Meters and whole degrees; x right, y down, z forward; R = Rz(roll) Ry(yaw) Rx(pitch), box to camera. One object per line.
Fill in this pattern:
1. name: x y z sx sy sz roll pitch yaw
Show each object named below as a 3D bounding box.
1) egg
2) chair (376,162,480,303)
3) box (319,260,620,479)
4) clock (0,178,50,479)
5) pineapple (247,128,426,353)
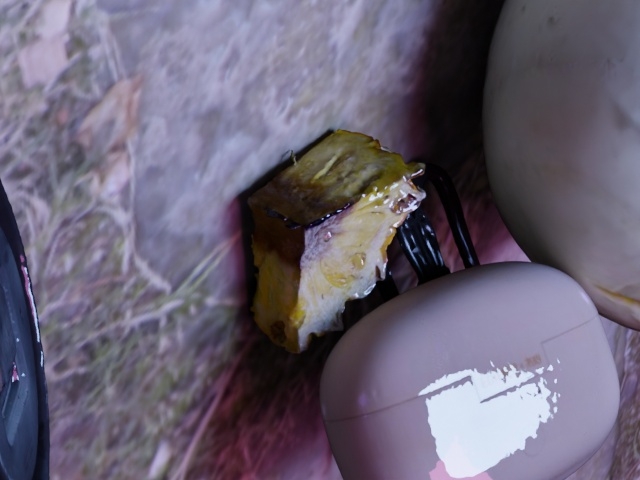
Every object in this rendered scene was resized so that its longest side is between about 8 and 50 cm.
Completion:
1. egg: 0.249 -0.113 1.217 0.283 0.283 0.345 40 65 -57
2. chair: 0.065 0.075 1.257 0.106 0.113 0.229 -30 95 -44
3. box: 0.092 0.092 1.149 0.200 0.088 0.146 -21 92 -33
4. clock: -0.158 0.053 0.840 0.184 0.040 0.184 -8 90 -88
5. pineapple: 0.000 0.000 1.113 0.116 0.069 0.137 22 93 -59
